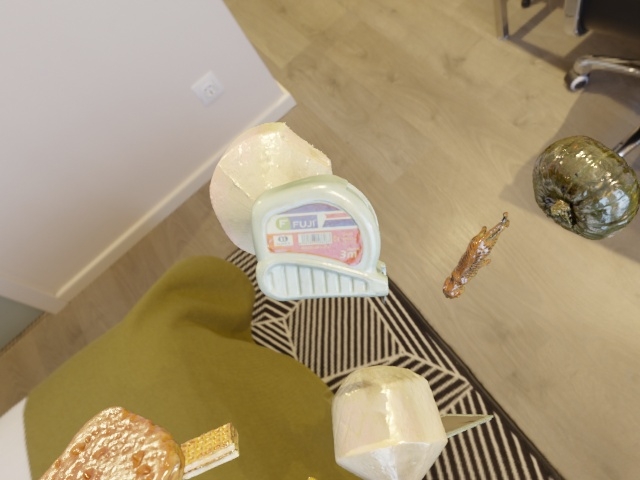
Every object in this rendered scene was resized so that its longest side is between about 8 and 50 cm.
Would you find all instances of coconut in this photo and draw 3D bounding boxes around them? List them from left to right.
[{"bbox_3d":[-0.099,-0.112,1.157,0.297,0.297,0.309,-33,24,6],"label":"coconut"},{"bbox_3d":[0.177,0.495,1.310,0.328,0.329,0.329,-10,63,19],"label":"coconut"}]

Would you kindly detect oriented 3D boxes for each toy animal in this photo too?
[{"bbox_3d":[0.331,0.036,1.076,0.056,0.241,0.099,37,47,18],"label":"toy animal"}]

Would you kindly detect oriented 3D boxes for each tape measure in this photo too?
[{"bbox_3d":[0.000,0.001,0.950,0.243,0.125,0.246,-3,105,4],"label":"tape measure"}]

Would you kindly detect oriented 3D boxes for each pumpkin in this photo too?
[{"bbox_3d":[0.533,-0.104,1.035,0.157,0.224,0.224,-38,57,-4],"label":"pumpkin"}]

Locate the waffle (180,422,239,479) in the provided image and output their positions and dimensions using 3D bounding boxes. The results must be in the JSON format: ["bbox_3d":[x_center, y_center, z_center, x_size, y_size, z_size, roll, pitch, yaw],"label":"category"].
[{"bbox_3d":[-0.271,0.507,1.222,0.148,0.042,0.102,-23,16,-6],"label":"waffle"}]

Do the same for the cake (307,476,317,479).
[{"bbox_3d":[-0.032,0.660,1.192,0.116,0.080,0.185,28,68,-7],"label":"cake"}]

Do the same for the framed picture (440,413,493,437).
[{"bbox_3d":[0.413,0.641,1.737,0.231,0.293,0.018,-27,72,55],"label":"framed picture"}]

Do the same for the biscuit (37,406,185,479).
[{"bbox_3d":[-0.242,0.324,0.544,0.262,0.052,0.277,-1,41,34],"label":"biscuit"}]
